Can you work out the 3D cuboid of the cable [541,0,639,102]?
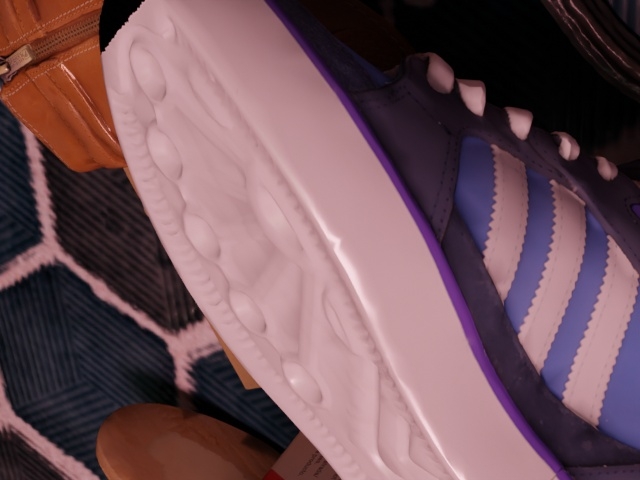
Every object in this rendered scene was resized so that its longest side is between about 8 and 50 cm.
[{"bbox_3d":[0.058,-0.155,0.524,0.139,0.072,0.287,-24,105,39],"label":"cable"}]

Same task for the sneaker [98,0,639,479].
[{"bbox_3d":[0.089,-0.010,0.509,0.322,0.236,0.130,55,152,-5],"label":"sneaker"}]

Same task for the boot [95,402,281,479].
[{"bbox_3d":[-0.046,0.251,0.839,0.295,0.104,0.211,34,132,4],"label":"boot"}]

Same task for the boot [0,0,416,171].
[{"bbox_3d":[-0.070,-0.062,0.630,0.220,0.109,0.283,-23,97,45],"label":"boot"}]

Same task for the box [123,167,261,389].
[{"bbox_3d":[0.000,0.000,0.699,0.201,0.021,0.164,-14,111,37],"label":"box"}]

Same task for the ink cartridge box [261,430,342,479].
[{"bbox_3d":[0.099,0.173,0.632,0.273,0.197,0.114,1,120,32],"label":"ink cartridge box"}]
